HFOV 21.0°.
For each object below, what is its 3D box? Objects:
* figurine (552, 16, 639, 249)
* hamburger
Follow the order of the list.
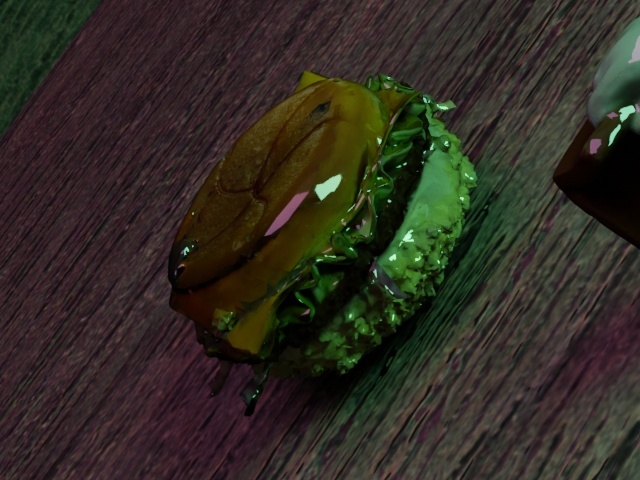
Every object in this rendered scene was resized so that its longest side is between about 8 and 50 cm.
[{"bbox_3d":[0.247,-0.075,0.787,0.283,0.204,0.338,-22,40,1],"label":"figurine"},{"bbox_3d":[0.000,0.000,1.170,0.262,0.138,0.243,-51,21,-3],"label":"hamburger"}]
